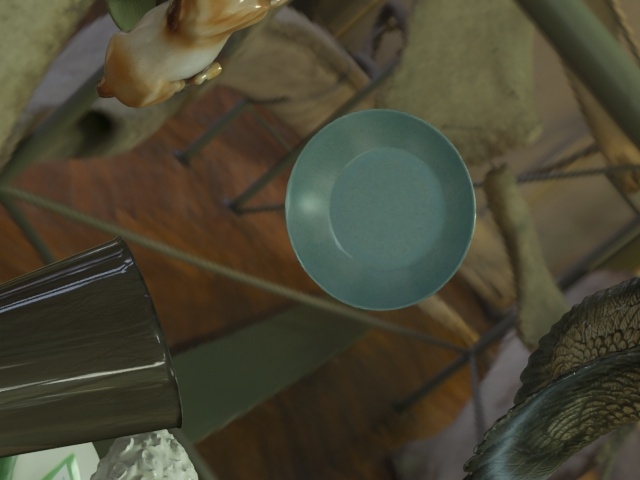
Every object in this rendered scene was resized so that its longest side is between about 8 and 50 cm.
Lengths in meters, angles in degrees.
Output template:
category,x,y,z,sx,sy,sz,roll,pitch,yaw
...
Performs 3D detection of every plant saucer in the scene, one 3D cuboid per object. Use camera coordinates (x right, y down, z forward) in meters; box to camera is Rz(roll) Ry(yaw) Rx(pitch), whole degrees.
category,x,y,z,sx,sy,sz,roll,pitch,yaw
plant saucer,0.060,-0.030,1.127,0.195,0.195,0.037,53,20,11

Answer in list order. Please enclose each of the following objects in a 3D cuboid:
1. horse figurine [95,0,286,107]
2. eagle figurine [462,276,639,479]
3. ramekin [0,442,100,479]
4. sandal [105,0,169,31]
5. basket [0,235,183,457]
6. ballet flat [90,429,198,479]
category,x,y,z,sx,sy,sz,roll,pitch,yaw
horse figurine,-0.097,-0.163,0.894,0.174,0.263,0.066,-32,93,-50
eagle figurine,0.277,0.121,0.973,0.226,0.298,0.225,50,47,-54
ramekin,-0.366,0.339,1.365,0.303,0.148,0.303,-9,90,-76
sandal,-0.106,-0.264,1.130,0.120,0.302,0.086,53,45,-29
basket,-0.261,0.112,1.034,0.154,0.226,0.204,92,-26,-46
ballet flat,-0.185,0.362,1.081,0.147,0.147,0.409,39,55,-33
